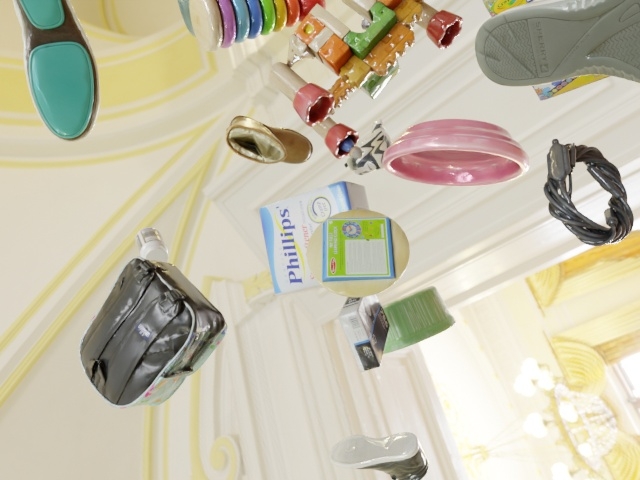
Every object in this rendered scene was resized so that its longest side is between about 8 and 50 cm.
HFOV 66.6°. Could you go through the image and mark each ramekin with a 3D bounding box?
[{"bbox_3d":[0.299,0.271,1.688,0.303,0.303,0.148,-8,-107,-58],"label":"ramekin"}]

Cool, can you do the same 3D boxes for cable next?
[{"bbox_3d":[0.399,-0.064,0.723,0.151,0.047,0.184,21,-124,-19],"label":"cable"}]

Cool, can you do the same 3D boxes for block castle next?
[{"bbox_3d":[0.128,-0.424,1.128,0.213,0.453,0.303,46,-174,21],"label":"block castle"}]

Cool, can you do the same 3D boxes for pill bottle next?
[{"bbox_3d":[-0.493,0.022,1.430,0.078,0.078,0.137,31,-171,-38],"label":"pill bottle"}]

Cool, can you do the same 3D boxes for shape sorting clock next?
[{"bbox_3d":[0.074,0.022,0.974,0.040,0.206,0.206,85,176,-56],"label":"shape sorting clock"}]

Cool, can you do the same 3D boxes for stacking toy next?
[{"bbox_3d":[-0.138,-0.554,1.176,0.330,0.141,0.141,-21,-103,-25],"label":"stacking toy"}]

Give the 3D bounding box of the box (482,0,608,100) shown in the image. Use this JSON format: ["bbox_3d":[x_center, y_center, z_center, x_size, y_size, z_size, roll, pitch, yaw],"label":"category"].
[{"bbox_3d":[0.454,-0.489,0.933,0.279,0.177,0.290,36,-127,-37],"label":"box"}]

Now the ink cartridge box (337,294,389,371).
[{"bbox_3d":[0.133,0.220,1.386,0.165,0.065,0.332,66,-164,-8],"label":"ink cartridge box"}]

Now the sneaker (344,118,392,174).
[{"bbox_3d":[0.143,-0.283,1.523,0.094,0.153,0.235,52,-156,-40],"label":"sneaker"}]

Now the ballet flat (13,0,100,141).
[{"bbox_3d":[-0.539,-0.408,0.995,0.139,0.139,0.400,-46,-47,-60],"label":"ballet flat"}]

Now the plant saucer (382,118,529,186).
[{"bbox_3d":[0.314,-0.205,1.151,0.332,0.332,0.084,13,-100,-51],"label":"plant saucer"}]

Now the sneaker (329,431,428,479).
[{"bbox_3d":[0.170,0.633,1.386,0.147,0.296,0.104,56,-147,-23],"label":"sneaker"}]

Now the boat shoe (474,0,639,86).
[{"bbox_3d":[0.326,-0.226,0.506,0.103,0.320,0.118,-42,-57,-29],"label":"boat shoe"}]

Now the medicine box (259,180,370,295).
[{"bbox_3d":[0.000,0.000,1.386,0.149,0.289,0.263,3,-106,-62],"label":"medicine box"}]

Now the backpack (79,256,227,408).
[{"bbox_3d":[-0.325,0.185,0.936,0.225,0.253,0.191,37,180,26],"label":"backpack"}]

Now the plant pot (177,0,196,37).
[{"bbox_3d":[-0.272,-0.735,1.387,0.293,0.196,0.293,2,-90,-85],"label":"plant pot"}]

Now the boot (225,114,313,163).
[{"bbox_3d":[-0.110,-0.219,1.141,0.236,0.089,0.269,13,-165,-16],"label":"boot"}]
